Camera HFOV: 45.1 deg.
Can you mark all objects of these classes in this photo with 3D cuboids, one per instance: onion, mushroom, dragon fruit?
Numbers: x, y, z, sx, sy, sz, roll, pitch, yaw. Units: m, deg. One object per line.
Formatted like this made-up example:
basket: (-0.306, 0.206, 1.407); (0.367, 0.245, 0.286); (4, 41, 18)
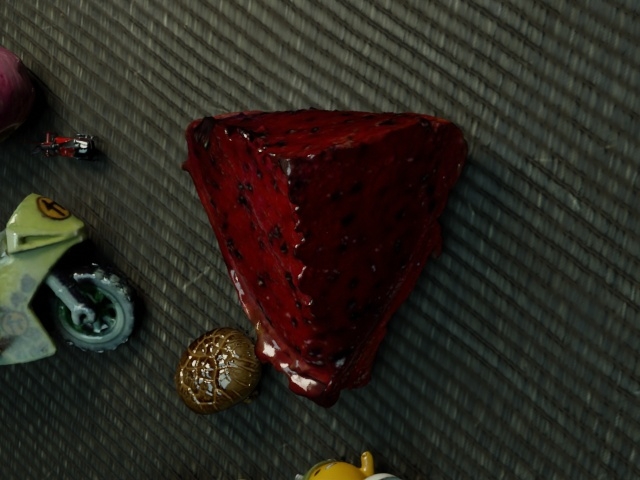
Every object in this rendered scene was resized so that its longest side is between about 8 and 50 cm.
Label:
onion: (-0.484, -0.196, 1.060); (0.153, 0.177, 0.177); (36, 109, 5)
mushroom: (-0.132, 0.170, 0.996); (0.126, 0.085, 0.109); (-35, 81, 15)
dragon fruit: (0.008, -0.004, 0.920); (0.286, 0.227, 0.329); (22, 128, 52)

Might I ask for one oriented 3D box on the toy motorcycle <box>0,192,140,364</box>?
toy motorcycle: (-0.463, 0.073, 1.065); (0.409, 0.169, 0.237); (-12, 105, 6)

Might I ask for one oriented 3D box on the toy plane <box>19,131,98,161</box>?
toy plane: (-0.360, -0.132, 1.078); (0.145, 0.060, 0.037); (10, 100, 38)

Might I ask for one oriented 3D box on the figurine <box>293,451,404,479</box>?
figurine: (0.033, 0.366, 0.933); (0.141, 0.166, 0.250); (15, 116, 45)

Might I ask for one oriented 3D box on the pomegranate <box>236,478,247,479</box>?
pomegranate: (-0.177, 0.411, 1.006); (0.245, 0.198, 0.198); (-11, 91, -16)
